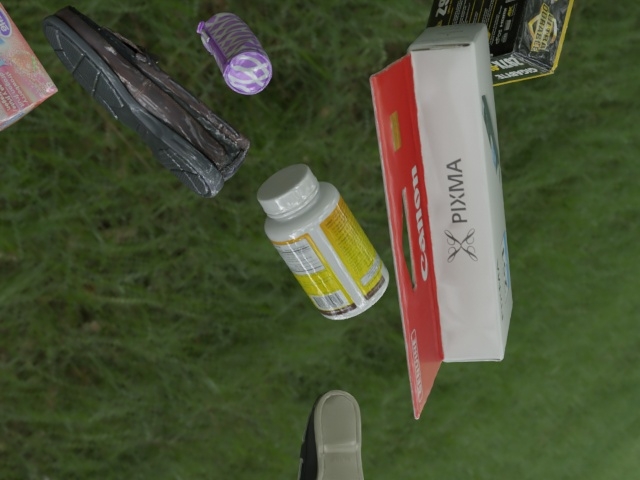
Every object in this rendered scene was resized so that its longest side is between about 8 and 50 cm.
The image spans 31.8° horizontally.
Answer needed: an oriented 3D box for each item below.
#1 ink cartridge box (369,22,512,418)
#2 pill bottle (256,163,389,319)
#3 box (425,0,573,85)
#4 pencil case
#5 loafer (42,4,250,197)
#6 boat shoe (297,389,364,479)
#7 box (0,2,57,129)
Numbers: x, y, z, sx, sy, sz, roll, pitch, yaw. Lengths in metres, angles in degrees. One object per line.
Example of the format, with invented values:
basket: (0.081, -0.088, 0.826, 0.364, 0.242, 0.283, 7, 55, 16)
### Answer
ink cartridge box: (0.119, -0.028, 1.001, 0.261, 0.066, 0.296, -52, 136, -67)
pill bottle: (0.000, 0.000, 1.581, 0.117, 0.117, 0.215, -39, 117, -12)
box: (0.261, -0.378, 1.570, 0.257, 0.079, 0.322, -2, -109, 66)
pencil case: (-0.147, -0.323, 1.916, 0.088, 0.206, 0.086, 16, 112, -29)
loafer: (-0.217, -0.188, 1.427, 0.095, 0.302, 0.109, -47, -171, -21)
boat shoe: (0.009, 0.276, 1.283, 0.075, 0.206, 0.065, 8, 166, -16)
box: (-0.585, -0.314, 1.803, 0.154, 0.300, 0.142, -25, -168, 42)
